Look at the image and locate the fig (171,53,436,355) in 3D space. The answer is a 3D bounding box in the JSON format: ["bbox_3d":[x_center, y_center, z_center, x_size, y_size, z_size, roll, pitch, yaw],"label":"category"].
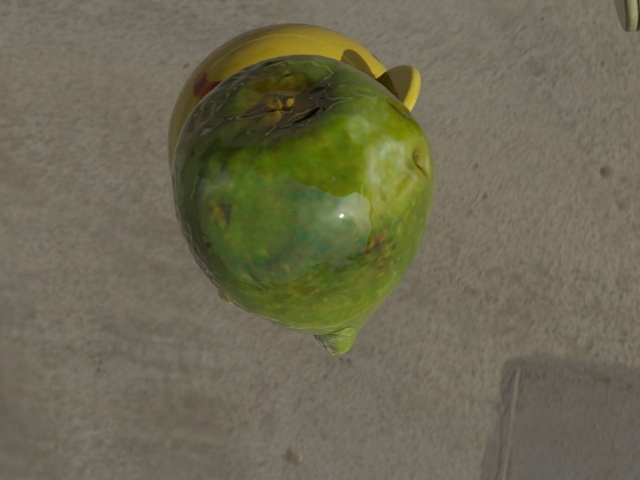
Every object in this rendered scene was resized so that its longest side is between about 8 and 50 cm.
[{"bbox_3d":[0.000,0.000,0.827,0.206,0.206,0.275,-1,132,17],"label":"fig"}]

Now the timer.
[{"bbox_3d":[-0.029,-0.109,1.420,0.376,0.387,0.376,-6,114,-14],"label":"timer"}]

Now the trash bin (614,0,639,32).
[{"bbox_3d":[0.478,-0.404,1.311,0.247,0.121,0.243,-12,97,9],"label":"trash bin"}]
